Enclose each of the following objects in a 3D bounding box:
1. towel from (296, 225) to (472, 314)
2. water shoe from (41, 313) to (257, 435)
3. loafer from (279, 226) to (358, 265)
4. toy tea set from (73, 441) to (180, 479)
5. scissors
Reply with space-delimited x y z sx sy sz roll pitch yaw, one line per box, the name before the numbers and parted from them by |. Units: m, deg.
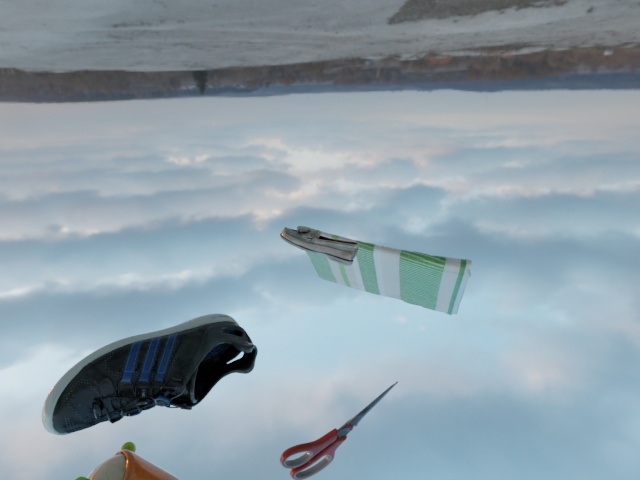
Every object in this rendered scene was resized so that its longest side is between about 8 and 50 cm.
towel | 0.129 0.061 0.861 0.324 0.248 0.038 14 -113 18
water shoe | -0.158 0.134 0.418 0.203 0.073 0.080 -23 -145 -35
loafer | 0.000 0.000 0.658 0.125 0.039 0.045 21 -162 -14
toy tea set | -0.212 0.356 0.414 0.336 0.124 0.200 5 -119 57
scissors | 0.049 0.382 0.839 0.297 0.109 0.021 -36 -148 3
